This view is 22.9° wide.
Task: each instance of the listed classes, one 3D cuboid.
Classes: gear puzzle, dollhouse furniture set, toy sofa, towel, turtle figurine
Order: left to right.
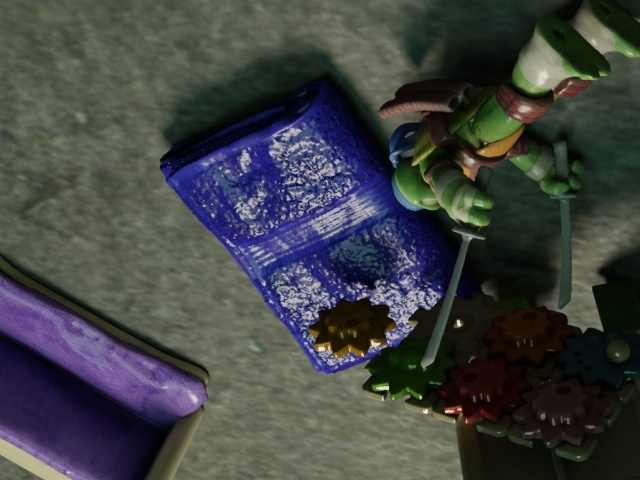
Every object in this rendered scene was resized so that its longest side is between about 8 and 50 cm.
[{"bbox_3d":[-0.323,0.173,1.838,0.362,0.150,0.177,31,136,-5],"label":"toy sofa"},{"bbox_3d":[0.000,0.000,1.599,0.227,0.076,0.308,-21,119,37],"label":"towel"},{"bbox_3d":[0.136,0.097,1.483,0.339,0.175,0.044,14,132,35],"label":"gear puzzle"},{"bbox_3d":[0.189,-0.065,1.384,0.197,0.275,0.266,7,139,-32],"label":"turtle figurine"},{"bbox_3d":[0.234,0.195,1.488,0.197,0.301,0.151,-11,124,7],"label":"dollhouse furniture set"}]
